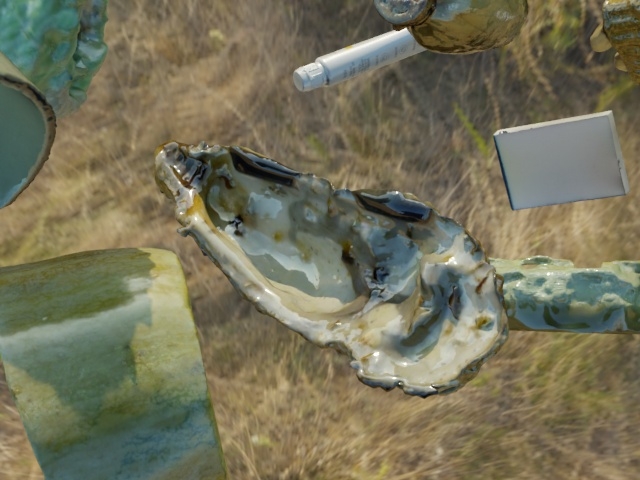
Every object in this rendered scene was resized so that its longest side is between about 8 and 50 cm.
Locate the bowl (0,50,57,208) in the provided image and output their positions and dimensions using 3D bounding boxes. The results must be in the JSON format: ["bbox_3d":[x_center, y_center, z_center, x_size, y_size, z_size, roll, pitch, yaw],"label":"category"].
[{"bbox_3d":[-0.287,-0.077,0.887,0.211,0.211,0.112,-29,71,-7],"label":"bowl"}]

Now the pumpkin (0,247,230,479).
[{"bbox_3d":[-0.197,0.152,1.407,0.199,0.332,0.332,-21,80,-5],"label":"pumpkin"}]

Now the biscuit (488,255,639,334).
[{"bbox_3d":[0.292,0.061,1.431,0.335,0.329,0.078,0,84,42],"label":"biscuit"}]

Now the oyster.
[{"bbox_3d":[-0.001,0.003,1.019,0.345,0.078,0.129,29,100,36],"label":"oyster"}]

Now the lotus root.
[{"bbox_3d":[0.068,-0.125,0.679,0.072,0.152,0.063,31,114,9],"label":"lotus root"}]

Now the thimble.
[{"bbox_3d":[-0.278,-0.218,1.316,0.150,0.219,0.219,18,79,-2],"label":"thimble"}]

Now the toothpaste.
[{"bbox_3d":[0.060,-0.190,1.403,0.190,0.048,0.031,-23,56,-21],"label":"toothpaste"}]

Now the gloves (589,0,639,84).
[{"bbox_3d":[0.466,-0.257,1.522,0.356,0.155,0.203,-11,86,29],"label":"gloves"}]

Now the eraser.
[{"bbox_3d":[0.292,-0.096,1.696,0.150,0.023,0.104,-8,106,30],"label":"eraser"}]
